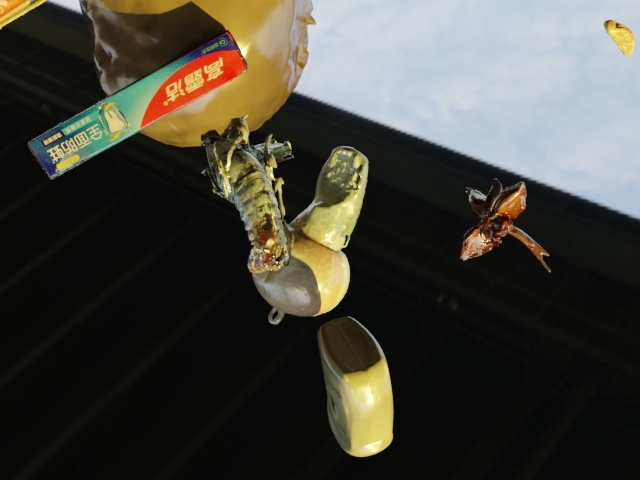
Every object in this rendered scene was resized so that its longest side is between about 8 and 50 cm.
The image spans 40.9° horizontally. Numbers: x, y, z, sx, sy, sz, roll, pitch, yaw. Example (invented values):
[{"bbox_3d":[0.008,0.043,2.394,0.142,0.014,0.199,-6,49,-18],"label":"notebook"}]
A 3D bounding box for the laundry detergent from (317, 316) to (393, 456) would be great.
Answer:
[{"bbox_3d":[0.056,0.259,1.406,0.091,0.253,0.181,-20,-139,-15],"label":"laundry detergent"}]

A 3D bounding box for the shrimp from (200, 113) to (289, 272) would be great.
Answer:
[{"bbox_3d":[-0.062,-0.056,0.813,0.082,0.076,0.174,-11,-119,-23],"label":"shrimp"}]

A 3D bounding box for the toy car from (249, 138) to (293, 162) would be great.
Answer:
[{"bbox_3d":[-0.103,-0.180,1.724,0.059,0.035,0.122,-21,-163,-23],"label":"toy car"}]

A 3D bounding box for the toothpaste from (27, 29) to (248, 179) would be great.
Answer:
[{"bbox_3d":[-0.254,-0.193,1.214,0.320,0.066,0.076,-29,-163,4],"label":"toothpaste"}]

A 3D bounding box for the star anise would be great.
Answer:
[{"bbox_3d":[0.327,-0.026,1.469,0.144,0.158,0.140,16,-106,-25],"label":"star anise"}]

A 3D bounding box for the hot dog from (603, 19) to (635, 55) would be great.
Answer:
[{"bbox_3d":[0.536,-0.364,1.521,0.034,0.090,0.030,-31,-133,27],"label":"hot dog"}]

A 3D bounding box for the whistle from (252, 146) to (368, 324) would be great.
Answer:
[{"bbox_3d":[0.000,0.000,1.549,0.189,0.189,0.348,29,-87,34],"label":"whistle"}]

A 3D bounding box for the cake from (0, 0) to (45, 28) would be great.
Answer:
[{"bbox_3d":[-0.477,-0.317,1.125,0.220,0.117,0.086,-41,-168,-17],"label":"cake"}]

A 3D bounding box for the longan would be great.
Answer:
[{"bbox_3d":[-0.194,-0.378,1.425,0.404,0.436,0.404,-17,-178,1],"label":"longan"}]
